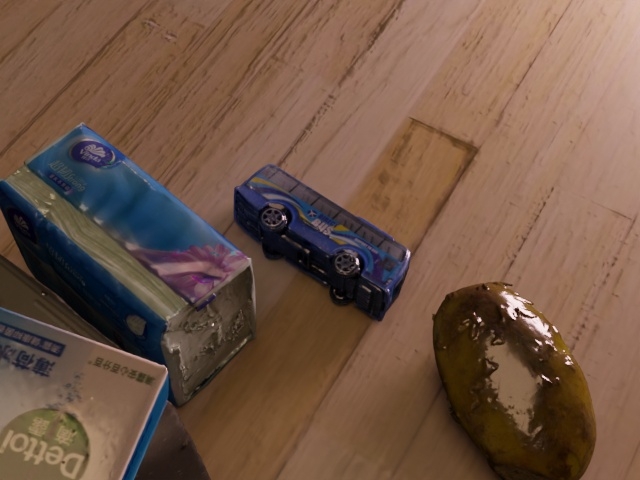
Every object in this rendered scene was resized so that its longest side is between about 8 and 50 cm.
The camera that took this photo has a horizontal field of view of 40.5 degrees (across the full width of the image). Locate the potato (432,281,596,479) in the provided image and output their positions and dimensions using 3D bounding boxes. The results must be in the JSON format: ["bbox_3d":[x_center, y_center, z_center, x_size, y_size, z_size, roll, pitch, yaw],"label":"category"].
[{"bbox_3d":[0.211,0.157,0.946,0.149,0.113,0.251,-16,59,-13],"label":"potato"}]

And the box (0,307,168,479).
[{"bbox_3d":[-0.217,0.125,0.578,0.194,0.073,0.139,19,59,1],"label":"box"}]

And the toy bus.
[{"bbox_3d":[0.001,-0.003,1.058,0.236,0.079,0.094,33,63,17],"label":"toy bus"}]

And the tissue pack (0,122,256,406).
[{"bbox_3d":[-0.210,0.029,0.970,0.263,0.198,0.146,38,64,19],"label":"tissue pack"}]

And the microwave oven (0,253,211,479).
[{"bbox_3d":[-0.353,0.149,0.806,0.432,0.374,0.236,32,65,22],"label":"microwave oven"}]
